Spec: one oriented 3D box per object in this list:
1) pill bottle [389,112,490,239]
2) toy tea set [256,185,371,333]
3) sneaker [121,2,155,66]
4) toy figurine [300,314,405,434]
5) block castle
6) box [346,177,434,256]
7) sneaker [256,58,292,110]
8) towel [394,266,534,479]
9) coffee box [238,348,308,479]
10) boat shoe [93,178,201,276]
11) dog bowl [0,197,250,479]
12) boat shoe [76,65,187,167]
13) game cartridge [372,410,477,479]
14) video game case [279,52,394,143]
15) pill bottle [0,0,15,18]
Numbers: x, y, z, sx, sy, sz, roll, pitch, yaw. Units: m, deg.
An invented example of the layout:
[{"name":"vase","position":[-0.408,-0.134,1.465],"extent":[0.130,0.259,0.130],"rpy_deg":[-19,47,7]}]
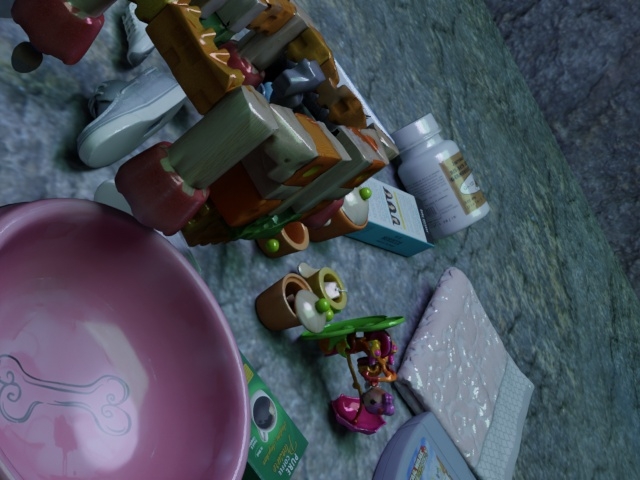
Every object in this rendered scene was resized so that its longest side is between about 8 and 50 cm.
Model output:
[{"name":"pill bottle","position":[0.228,-0.129,1.822],"extent":[0.229,0.131,0.131],"rpy_deg":[61,30,-4]},{"name":"toy tea set","position":[0.000,0.000,1.365],"extent":[0.200,0.124,0.336],"rpy_deg":[35,40,-41]},{"name":"sneaker","position":[-0.252,-0.293,1.278],"extent":[0.061,0.054,0.152],"rpy_deg":[38,32,-23]},{"name":"toy figurine","position":[0.065,0.195,1.304],"extent":[0.130,0.173,0.159],"rpy_deg":[-13,90,-43]},{"name":"block castle","position":[-0.115,-0.152,1.069],"extent":[0.303,0.213,0.453],"rpy_deg":[57,19,11]},{"name":"box","position":[0.107,-0.045,1.637],"extent":[0.244,0.060,0.100],"rpy_deg":[19,52,-51]},{"name":"sneaker","position":[-0.099,-0.181,1.349],"extent":[0.104,0.125,0.261],"rpy_deg":[39,38,-36]},{"name":"towel","position":[0.270,0.255,1.642],"extent":[0.317,0.053,0.332],"rpy_deg":[55,35,-16]},{"name":"coffee box","position":[-0.095,0.221,1.128],"extent":[0.184,0.040,0.113],"rpy_deg":[55,31,-15]},{"name":"boat shoe","position":[-0.203,-0.004,1.115],"extent":[0.184,0.066,0.063],"rpy_deg":[49,19,-20]},{"name":"dog bowl","position":[-0.230,0.141,0.857],"extent":[0.408,0.150,0.408],"rpy_deg":[37,38,-36]},{"name":"boat shoe","position":[-0.251,-0.163,1.160],"extent":[0.081,0.079,0.227],"rpy_deg":[41,33,-1]},{"name":"game cartridge","position":[0.157,0.399,1.380],"extent":[0.198,0.062,0.297],"rpy_deg":[60,29,-15]},{"name":"video game case","position":[0.013,-0.231,1.476],"extent":[0.244,0.061,0.269],"rpy_deg":[53,-1,-4]},{"name":"pill bottle","position":[-0.347,-0.374,1.031],"extent":[0.124,0.124,0.221],"rpy_deg":[32,68,-43]}]
